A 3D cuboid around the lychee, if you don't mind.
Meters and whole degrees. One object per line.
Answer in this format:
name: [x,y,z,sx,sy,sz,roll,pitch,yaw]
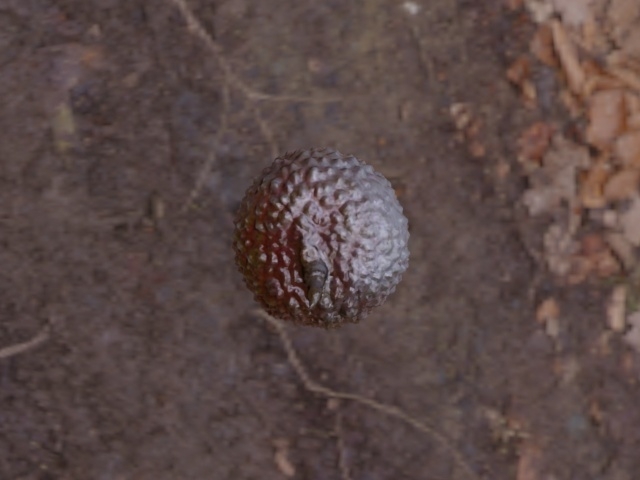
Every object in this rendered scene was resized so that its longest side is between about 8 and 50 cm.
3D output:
lychee: [0.000,0.000,1.424,0.197,0.165,0.165,-68,142,-70]
